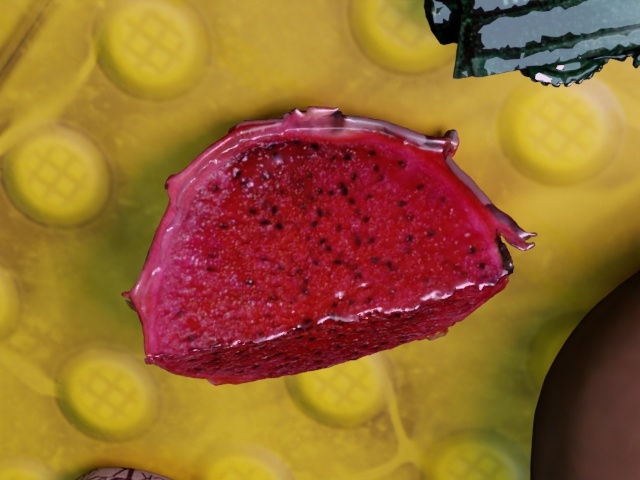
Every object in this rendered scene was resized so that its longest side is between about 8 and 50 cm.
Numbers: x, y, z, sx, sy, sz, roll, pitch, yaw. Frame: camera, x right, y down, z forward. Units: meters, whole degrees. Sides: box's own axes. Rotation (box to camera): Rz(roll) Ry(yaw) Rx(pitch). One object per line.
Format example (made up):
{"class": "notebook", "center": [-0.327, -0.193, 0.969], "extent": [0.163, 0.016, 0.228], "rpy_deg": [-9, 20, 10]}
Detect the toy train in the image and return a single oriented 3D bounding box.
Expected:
{"class": "toy train", "center": [0.216, -0.201, 1.060], "extent": [0.330, 0.138, 0.178], "rpy_deg": [-11, 108, 13]}

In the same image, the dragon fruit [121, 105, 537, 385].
{"class": "dragon fruit", "center": [-0.001, -0.002, 1.207], "extent": [0.274, 0.126, 0.161], "rpy_deg": [-14, 74, -3]}

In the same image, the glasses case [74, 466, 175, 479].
{"class": "glasses case", "center": [-0.167, 0.335, 1.400], "extent": [0.137, 0.085, 0.355], "rpy_deg": [16, 116, 3]}

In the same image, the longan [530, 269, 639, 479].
{"class": "longan", "center": [0.314, 0.154, 1.119], "extent": [0.361, 0.361, 0.361], "rpy_deg": [4, 115, 8]}
